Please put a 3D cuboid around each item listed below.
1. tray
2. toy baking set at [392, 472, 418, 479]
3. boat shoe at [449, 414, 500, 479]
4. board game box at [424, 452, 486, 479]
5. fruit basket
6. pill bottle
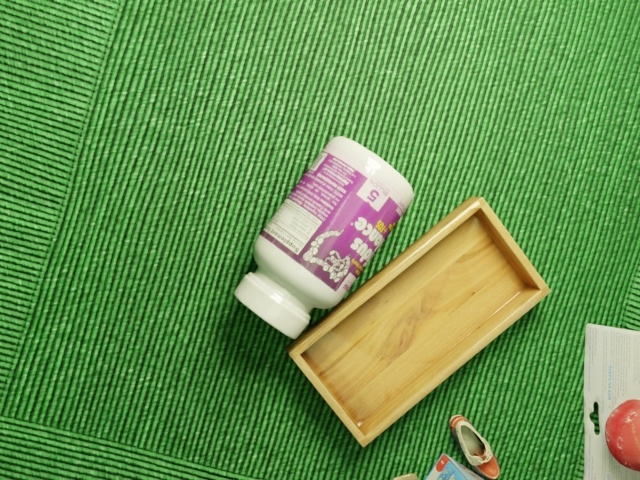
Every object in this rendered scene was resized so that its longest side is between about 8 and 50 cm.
[{"bbox_3d":[0.164,0.132,1.274,0.410,0.076,0.203,-38,98,-4],"label":"tray"},{"bbox_3d":[0.066,0.503,1.301,0.196,0.030,0.256,16,96,-15],"label":"toy baking set"},{"bbox_3d":[0.273,0.365,1.316,0.049,0.043,0.137,-35,98,-7],"label":"boat shoe"},{"bbox_3d":[0.336,0.499,1.201,0.308,0.302,0.086,34,88,-8],"label":"board game box"},{"bbox_3d":[0.577,0.316,1.219,0.165,0.353,0.327,-1,92,-25],"label":"fruit basket"},{"bbox_3d":[0.000,0.000,1.194,0.169,0.169,0.302,36,88,-8],"label":"pill bottle"}]
